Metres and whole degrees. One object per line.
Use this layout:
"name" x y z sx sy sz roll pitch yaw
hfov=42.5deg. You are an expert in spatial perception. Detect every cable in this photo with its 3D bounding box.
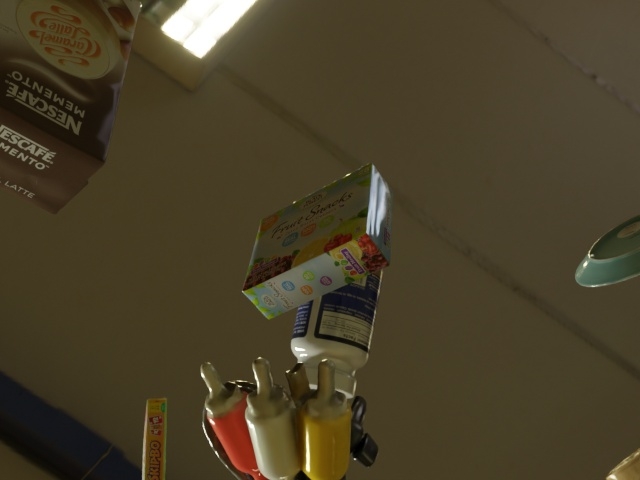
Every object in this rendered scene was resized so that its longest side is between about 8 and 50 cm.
"cable" -0.016 0.207 0.584 0.072 0.140 0.287 -29 -70 -55

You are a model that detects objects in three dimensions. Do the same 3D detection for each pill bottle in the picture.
"pill bottle" 0.027 0.161 1.582 0.153 0.153 0.264 18 -109 -18

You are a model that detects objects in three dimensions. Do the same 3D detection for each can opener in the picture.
"can opener" 0.042 0.275 1.195 0.059 0.186 0.073 -35 -83 7

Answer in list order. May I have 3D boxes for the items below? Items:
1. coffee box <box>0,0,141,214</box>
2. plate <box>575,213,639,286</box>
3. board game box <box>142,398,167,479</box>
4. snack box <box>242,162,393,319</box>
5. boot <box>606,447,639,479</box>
"coffee box" -0.271 -0.169 0.801 0.141 0.098 0.246 30 -137 -33
"plate" 0.414 -0.001 1.075 0.188 0.188 0.024 -40 -81 -37
"board game box" -0.255 0.335 1.258 0.039 0.259 0.124 1 -116 -10
"snack box" 0.000 0.000 1.178 0.070 0.207 0.174 52 -152 -28
"boot" 0.569 0.369 1.126 0.269 0.236 0.089 52 -155 21
